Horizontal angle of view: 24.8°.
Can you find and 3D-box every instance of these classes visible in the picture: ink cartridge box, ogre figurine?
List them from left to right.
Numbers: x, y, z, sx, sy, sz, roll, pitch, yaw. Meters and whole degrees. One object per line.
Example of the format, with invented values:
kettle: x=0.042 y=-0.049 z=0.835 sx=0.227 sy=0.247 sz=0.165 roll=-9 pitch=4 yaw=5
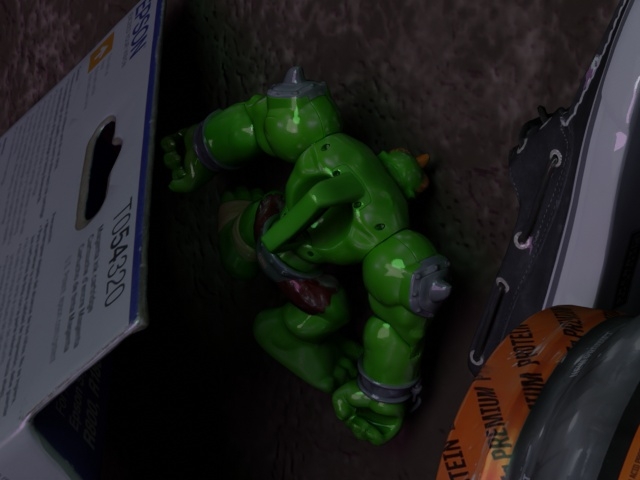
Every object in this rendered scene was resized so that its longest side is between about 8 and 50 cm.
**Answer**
ink cartridge box: x=-0.176 y=0.052 z=0.780 sx=0.330 sy=0.071 sz=0.324 roll=-38 pitch=30 yaw=22
ogre figurine: x=0.000 y=0.000 z=0.744 sx=0.118 sy=0.097 sz=0.197 roll=-47 pitch=53 yaw=46

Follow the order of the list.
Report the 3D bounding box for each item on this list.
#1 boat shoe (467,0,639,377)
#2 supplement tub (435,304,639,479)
boat shoe: x=0.117 y=-0.023 z=0.659 sx=0.076 sy=0.080 sz=0.228 roll=27 pitch=118 yaw=34
supplement tub: x=0.208 y=0.127 z=0.514 sx=0.316 sy=0.194 sz=0.193 roll=14 pitch=103 yaw=39
